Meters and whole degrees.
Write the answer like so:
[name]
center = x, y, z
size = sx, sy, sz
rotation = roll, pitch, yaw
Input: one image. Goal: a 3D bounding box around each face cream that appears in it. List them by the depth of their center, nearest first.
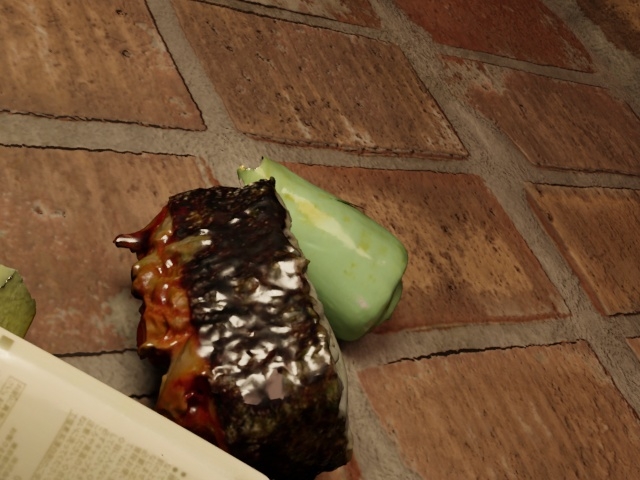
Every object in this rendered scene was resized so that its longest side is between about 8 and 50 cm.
[face cream]
center = -0.152, 0.219, 0.713
size = 0.348, 0.173, 0.081
rotation = 31, 1, -11

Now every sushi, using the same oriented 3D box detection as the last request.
[sushi]
center = -0.077, 0.102, 0.881
size = 0.182, 0.196, 0.343
rotation = -18, 47, 0

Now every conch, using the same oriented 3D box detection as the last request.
[conch]
center = -0.002, 0.006, 1.075
size = 0.250, 0.137, 0.143
rotation = 40, 33, -2

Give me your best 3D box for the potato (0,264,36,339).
[potato]
center = -0.339, 0.080, 0.788
size = 0.120, 0.081, 0.149
rotation = 17, 49, 20
